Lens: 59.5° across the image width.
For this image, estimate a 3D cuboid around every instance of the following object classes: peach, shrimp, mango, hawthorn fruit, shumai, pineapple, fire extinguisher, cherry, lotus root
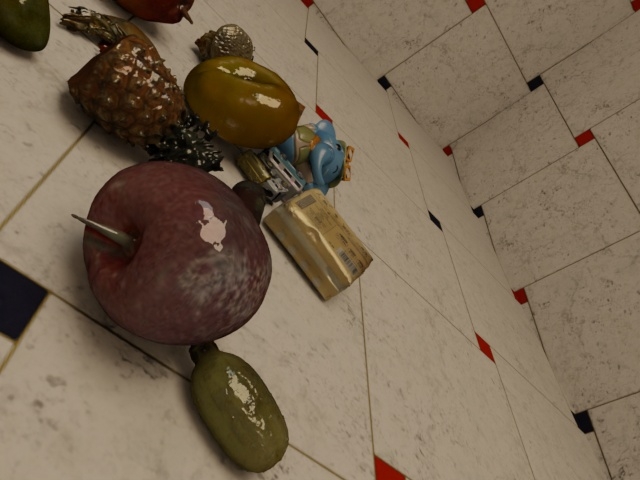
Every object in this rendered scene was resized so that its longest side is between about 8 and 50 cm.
[{"bbox_3d":[-0.168,-0.296,1.197,0.251,0.153,0.251,13,31,-8],"label":"peach"},{"bbox_3d":[-0.390,-0.373,1.075,0.236,0.053,0.132,7,69,-64],"label":"shrimp"},{"bbox_3d":[-0.490,-0.412,0.850,0.267,0.111,0.133,58,12,2],"label":"mango"},{"bbox_3d":[-0.364,-0.572,1.212,0.262,0.211,0.210,56,22,-14],"label":"hawthorn fruit"},{"bbox_3d":[-0.250,-0.477,1.406,0.116,0.145,0.146,22,5,33],"label":"shumai"},{"bbox_3d":[-0.269,-0.189,0.922,0.278,0.158,0.157,53,19,-32],"label":"pineapple"},{"bbox_3d":[-0.134,-0.041,1.015,0.089,0.072,0.267,34,28,-18],"label":"fire extinguisher"},{"bbox_3d":[-0.173,0.016,0.686,0.285,0.213,0.236,33,34,-52],"label":"cherry"},{"bbox_3d":[-0.107,0.203,0.705,0.183,0.077,0.090,57,23,9],"label":"lotus root"}]

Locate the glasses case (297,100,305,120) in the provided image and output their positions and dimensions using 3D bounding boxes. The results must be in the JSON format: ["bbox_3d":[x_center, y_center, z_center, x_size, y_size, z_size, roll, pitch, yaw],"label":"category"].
[{"bbox_3d":[-0.089,-0.368,1.617,0.065,0.041,0.170,34,27,-12],"label":"glasses case"}]

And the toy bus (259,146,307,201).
[{"bbox_3d":[-0.094,-0.150,1.266,0.123,0.060,0.075,48,27,-14],"label":"toy bus"}]

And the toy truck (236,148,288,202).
[{"bbox_3d":[-0.127,-0.138,1.197,0.123,0.052,0.063,54,27,8],"label":"toy truck"}]

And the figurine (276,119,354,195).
[{"bbox_3d":[-0.029,-0.199,1.385,0.262,0.154,0.179,-12,74,-46],"label":"figurine"}]

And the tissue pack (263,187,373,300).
[{"bbox_3d":[0.000,0.000,1.185,0.222,0.090,0.186,50,25,0],"label":"tissue pack"}]
